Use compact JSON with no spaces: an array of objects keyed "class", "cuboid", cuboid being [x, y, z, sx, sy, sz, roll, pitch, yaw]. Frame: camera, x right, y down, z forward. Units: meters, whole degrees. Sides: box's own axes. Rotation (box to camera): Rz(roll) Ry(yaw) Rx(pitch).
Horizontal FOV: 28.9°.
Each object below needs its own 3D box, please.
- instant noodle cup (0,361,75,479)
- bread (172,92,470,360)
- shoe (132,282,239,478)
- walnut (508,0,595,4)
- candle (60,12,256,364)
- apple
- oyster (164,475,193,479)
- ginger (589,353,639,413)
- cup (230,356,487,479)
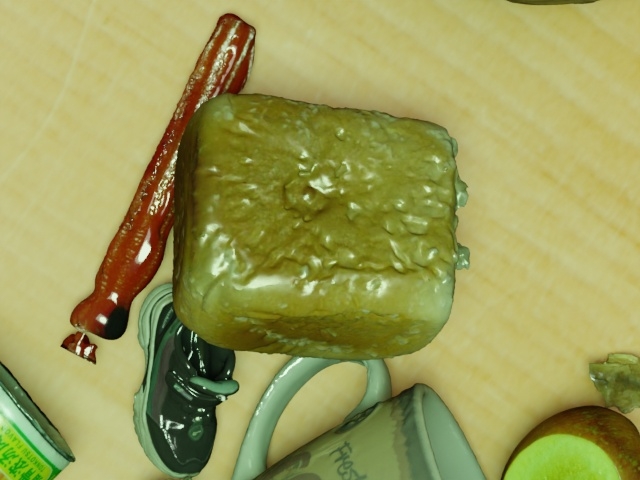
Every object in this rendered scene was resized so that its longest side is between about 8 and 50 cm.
[{"class":"instant noodle cup","cuboid":[-0.337,0.194,1.006,0.232,0.207,0.207,-40,94,-10]},{"class":"bread","cuboid":[0.000,0.000,1.017,0.246,0.176,0.196,7,68,-11]},{"class":"shoe","cuboid":[-0.106,0.120,1.050,0.071,0.099,0.169,-2,90,-35]},{"class":"walnut","cuboid":[0.190,-0.351,0.983,0.332,0.333,0.333,0,91,-4]},{"class":"candle","cuboid":[-0.135,-0.044,1.077,0.051,0.048,0.329,25,89,4]},{"class":"apple","cuboid":[0.227,0.230,1.053,0.147,0.163,0.146,-33,51,7]},{"class":"oyster","cuboid":[-0.157,0.240,1.052,0.121,0.146,0.045,-36,118,-11]},{"class":"ginger","cuboid":[0.297,0.132,1.118,0.137,0.044,0.057,14,60,-10]},{"class":"cup","cuboid":[0.005,0.232,1.028,0.257,0.227,0.301,-22,62,9]}]
